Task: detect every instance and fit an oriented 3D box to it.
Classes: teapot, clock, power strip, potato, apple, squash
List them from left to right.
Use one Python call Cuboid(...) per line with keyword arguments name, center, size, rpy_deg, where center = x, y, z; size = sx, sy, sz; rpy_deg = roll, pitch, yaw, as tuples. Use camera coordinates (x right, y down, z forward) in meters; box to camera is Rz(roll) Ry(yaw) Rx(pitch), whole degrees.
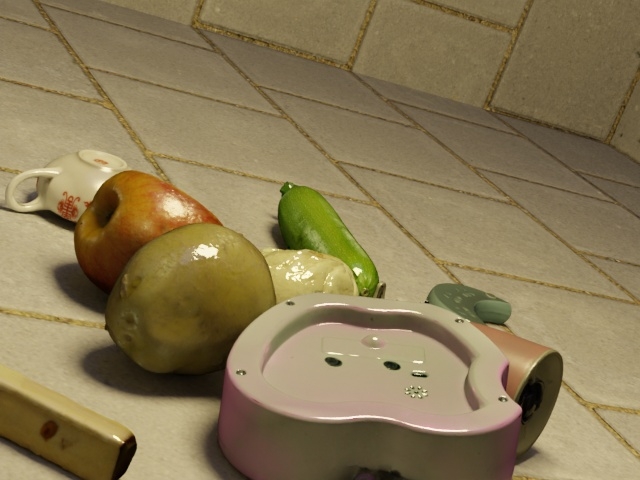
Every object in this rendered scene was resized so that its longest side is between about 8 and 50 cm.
Cuboid(name="teapot", center=(-0.343, -0.073, 1.937), size=(0.246, 0.116, 0.159), rpy_deg=(3, 36, -33))
Cuboid(name="apple", center=(-0.219, 0.007, 1.714), size=(0.173, 0.160, 0.195), rpy_deg=(25, -11, -36))
Cuboid(name="potato", center=(-0.149, 0.072, 1.566), size=(0.235, 0.177, 0.160), rpy_deg=(-21, -1, -43))
Cuboid(name="squash", center=(0.000, 0.000, 2.105), size=(0.101, 0.101, 0.378), rpy_deg=(13, 23, -26))
Cuboid(name="clock", center=(0.054, 0.177, 1.485), size=(0.339, 0.102, 0.338), rpy_deg=(5, 25, -2))
Cuboid(name="power strip", center=(0.236, 0.114, 2.131), size=(0.137, 0.044, 0.216), rpy_deg=(23, 18, 6))

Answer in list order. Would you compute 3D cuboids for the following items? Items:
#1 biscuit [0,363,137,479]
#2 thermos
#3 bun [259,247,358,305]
Cuboid(name="biscuit", center=(-0.272, 0.177, 1.315), size=(0.188, 0.056, 0.052), rpy_deg=(23, 18, 11))
Cuboid(name="thermos", center=(0.165, 0.157, 1.734), size=(0.265, 0.146, 0.176), rpy_deg=(22, -28, 28))
Cuboid(name="bun", center=(-0.026, 0.061, 1.869), size=(0.188, 0.111, 0.164), rpy_deg=(4, 21, -36))
